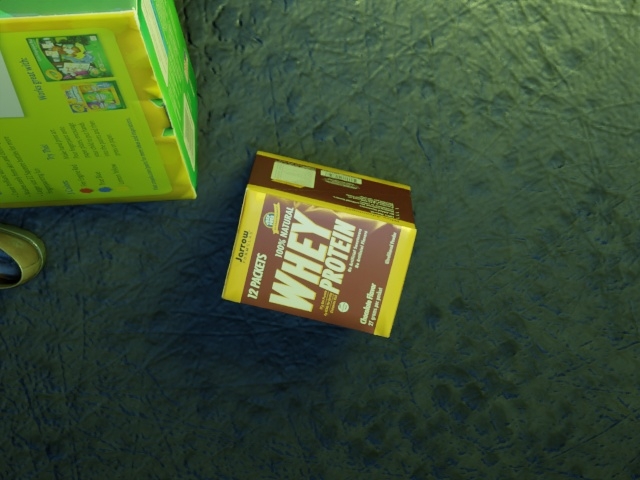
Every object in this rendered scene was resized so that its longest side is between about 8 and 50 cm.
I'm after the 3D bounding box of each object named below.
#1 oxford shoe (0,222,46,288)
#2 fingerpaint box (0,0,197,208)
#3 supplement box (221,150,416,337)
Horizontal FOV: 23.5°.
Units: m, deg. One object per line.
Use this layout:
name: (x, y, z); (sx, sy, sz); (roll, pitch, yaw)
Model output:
oxford shoe: (-0.443, 0.007, 1.809); (0.227, 0.096, 0.083); (9, 107, 1)
fingerpaint box: (-0.334, -0.186, 1.576); (0.371, 0.445, 0.163); (-3, 70, 3)
supplement box: (0.000, 0.000, 1.744); (0.191, 0.194, 0.129); (13, 106, -2)
